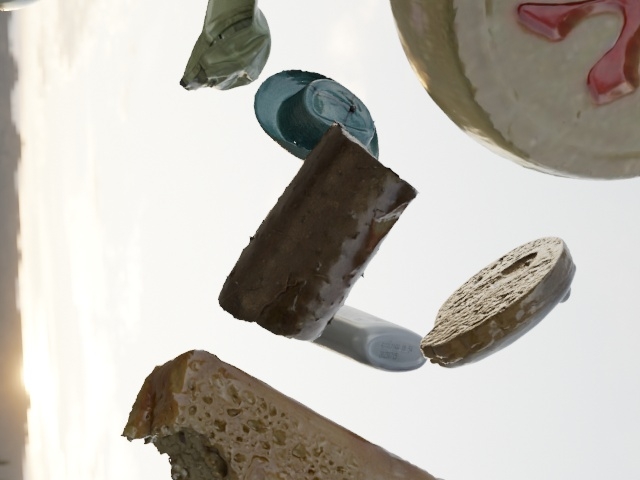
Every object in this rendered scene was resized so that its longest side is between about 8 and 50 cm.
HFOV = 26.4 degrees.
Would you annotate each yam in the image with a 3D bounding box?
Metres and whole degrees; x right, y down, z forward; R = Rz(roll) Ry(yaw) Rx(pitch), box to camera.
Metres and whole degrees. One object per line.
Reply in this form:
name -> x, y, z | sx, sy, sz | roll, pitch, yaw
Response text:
yam -> -0.002, -0.001, 1.476 | 0.238, 0.128, 0.129 | -56, 170, 9

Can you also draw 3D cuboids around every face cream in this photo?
face cream -> 0.031, 0.133, 2.043 | 0.291, 0.143, 0.071 | 18, -85, 54

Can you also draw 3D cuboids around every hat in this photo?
hat -> -0.112, -0.268, 1.755 | 0.122, 0.081, 0.166 | -2, -106, 44
hat -> 0.013, -0.148, 1.684 | 0.078, 0.190, 0.138 | -41, -154, 43

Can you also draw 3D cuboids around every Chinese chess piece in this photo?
Chinese chess piece -> 0.209, -0.209, 0.966 | 0.140, 0.338, 0.338 | -120, -147, -56

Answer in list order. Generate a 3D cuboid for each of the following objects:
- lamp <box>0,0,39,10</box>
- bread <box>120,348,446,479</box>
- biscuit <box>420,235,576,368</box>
lamp -> -0.362, -0.305, 1.403 | 0.244, 0.197, 0.198 | -52, -141, 25
bread -> -0.022, 0.252, 1.269 | 0.109, 0.380, 0.185 | -18, -133, 49
biscuit -> 0.202, 0.068, 1.495 | 0.049, 0.181, 0.208 | 56, 25, -8
